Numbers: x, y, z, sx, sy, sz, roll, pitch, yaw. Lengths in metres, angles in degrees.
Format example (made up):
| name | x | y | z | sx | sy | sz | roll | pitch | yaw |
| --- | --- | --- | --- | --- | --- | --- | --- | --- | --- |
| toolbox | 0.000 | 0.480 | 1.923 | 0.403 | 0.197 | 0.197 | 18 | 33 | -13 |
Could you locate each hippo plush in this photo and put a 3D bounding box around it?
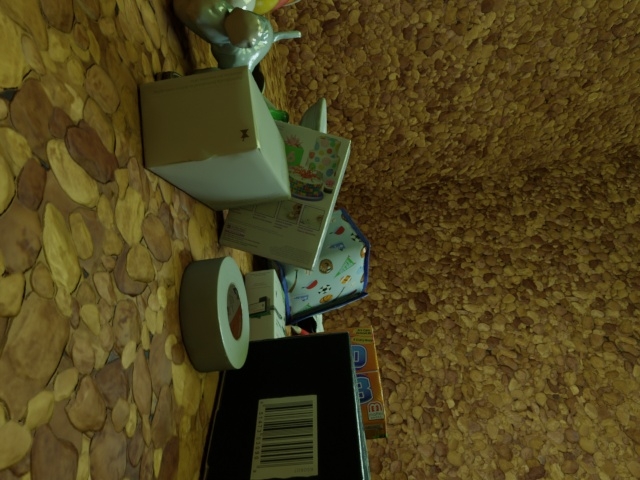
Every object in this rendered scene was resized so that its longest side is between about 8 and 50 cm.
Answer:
| name | x | y | z | sx | sy | sz | roll | pitch | yaw |
| --- | --- | --- | --- | --- | --- | --- | --- | --- | --- |
| hippo plush | -0.229 | -0.422 | 1.048 | 0.237 | 0.234 | 0.294 | -67 | 173 | 23 |

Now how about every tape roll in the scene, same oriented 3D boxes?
| name | x | y | z | sx | sy | sz | roll | pitch | yaw |
| --- | --- | --- | --- | --- | --- | --- | --- | --- | --- |
| tape roll | -0.201 | 0.144 | 0.891 | 0.219 | 0.072 | 0.220 | -7 | 90 | -86 |

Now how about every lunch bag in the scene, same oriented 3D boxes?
| name | x | y | z | sx | sy | sz | roll | pitch | yaw |
| --- | --- | --- | --- | --- | --- | --- | --- | --- | --- |
| lunch bag | -0.009 | 0.132 | 1.582 | 0.386 | 0.327 | 0.239 | 90 | -24 | -49 |

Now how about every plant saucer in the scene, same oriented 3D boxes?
| name | x | y | z | sx | sy | sz | roll | pitch | yaw |
| --- | --- | --- | --- | --- | --- | --- | --- | --- | --- |
| plant saucer | -0.040 | -0.226 | 1.377 | 0.400 | 0.100 | 0.401 | 2 | 90 | -87 |

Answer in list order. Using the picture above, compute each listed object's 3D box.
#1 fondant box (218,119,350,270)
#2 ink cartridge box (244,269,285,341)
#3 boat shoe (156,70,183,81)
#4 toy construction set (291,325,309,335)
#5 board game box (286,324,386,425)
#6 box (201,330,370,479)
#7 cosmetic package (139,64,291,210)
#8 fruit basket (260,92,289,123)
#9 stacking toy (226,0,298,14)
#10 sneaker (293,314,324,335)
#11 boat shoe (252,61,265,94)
| name | x | y | z | sx | sy | sz | roll | pitch | yaw |
| --- | --- | --- | --- | --- | --- | --- | --- | --- | --- |
| fondant box | -0.083 | -0.113 | 1.120 | 0.096 | 0.238 | 0.331 | 45 | 61 | -83 |
| ink cartridge box | -0.155 | 0.219 | 1.278 | 0.160 | 0.092 | 0.220 | 77 | 6 | -53 |
| boat shoe | -0.255 | -0.280 | 0.916 | 0.207 | 0.072 | 0.073 | 44 | 41 | -79 |
| toy construction set | -0.060 | 0.435 | 1.535 | 0.237 | 0.257 | 0.309 | 49 | 17 | -59 |
| board game box | 0.062 | 0.589 | 1.800 | 0.357 | 0.355 | 0.357 | 76 | 7 | -58 |
| box | -0.037 | 0.538 | 0.963 | 0.480 | 0.297 | 0.472 | -92 | 175 | -55 |
| cosmetic package | -0.183 | -0.175 | 0.901 | 0.365 | 0.196 | 0.155 | 68 | 15 | -81 |
| fruit basket | -0.143 | -0.255 | 1.361 | 0.353 | 0.165 | 0.328 | 14 | 79 | -72 |
| stacking toy | -0.217 | -0.877 | 1.524 | 0.351 | 0.350 | 0.480 | 78 | 22 | -51 |
| sneaker | -0.046 | 0.493 | 2.105 | 0.257 | 0.168 | 0.448 | -10 | 83 | -81 |
| boat shoe | -0.243 | -0.598 | 1.713 | 0.073 | 0.080 | 0.224 | 65 | 13 | -61 |
